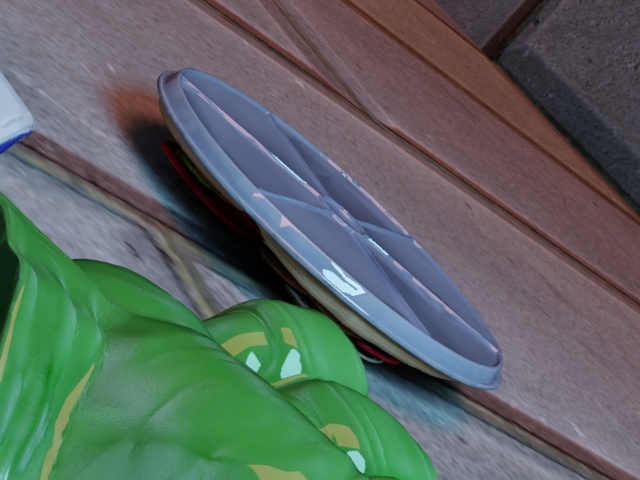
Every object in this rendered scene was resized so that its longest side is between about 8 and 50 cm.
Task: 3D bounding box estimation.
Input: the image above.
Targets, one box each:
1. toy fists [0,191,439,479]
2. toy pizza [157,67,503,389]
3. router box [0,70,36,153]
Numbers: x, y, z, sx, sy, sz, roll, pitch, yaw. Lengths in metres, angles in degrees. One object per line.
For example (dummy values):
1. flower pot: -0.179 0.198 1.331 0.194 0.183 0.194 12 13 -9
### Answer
1. toy fists: -0.008 0.090 0.313 0.142 0.096 0.279 37 11 -28
2. toy pizza: 0.000 0.000 0.811 0.201 0.032 0.201 41 11 -10
3. router box: -0.196 -0.093 0.234 0.301 0.082 0.335 54 11 -5
